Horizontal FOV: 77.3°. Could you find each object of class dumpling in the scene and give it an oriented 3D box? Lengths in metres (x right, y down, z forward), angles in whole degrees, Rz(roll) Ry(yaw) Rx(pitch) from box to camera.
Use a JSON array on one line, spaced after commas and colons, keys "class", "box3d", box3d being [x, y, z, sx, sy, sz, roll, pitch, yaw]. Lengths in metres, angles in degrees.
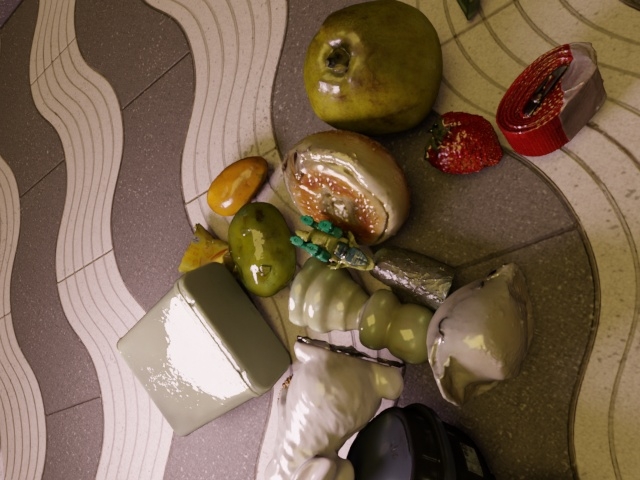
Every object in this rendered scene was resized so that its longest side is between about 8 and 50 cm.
[{"class": "dumpling", "box3d": [0.323, 0.190, 0.751, 0.243, 0.227, 0.175, -37, 25, 15]}]

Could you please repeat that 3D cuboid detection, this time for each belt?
[{"class": "belt", "box3d": [0.440, -0.258, 0.764, 0.201, 0.124, 0.128, -51, 45, 11]}]

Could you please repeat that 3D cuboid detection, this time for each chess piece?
[{"class": "chess piece", "box3d": [0.106, 0.164, 0.897, 0.330, 0.182, 0.182, 19, 95, 24]}]

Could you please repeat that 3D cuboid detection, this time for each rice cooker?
[{"class": "rice cooker", "box3d": [0.189, 0.463, 0.756, 0.224, 0.267, 0.267, 31, 105, -13]}]

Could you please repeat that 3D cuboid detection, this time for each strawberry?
[{"class": "strawberry", "box3d": [0.300, -0.205, 0.850, 0.148, 0.131, 0.131, 4, 87, -13]}]

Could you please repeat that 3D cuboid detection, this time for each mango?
[{"class": "mango", "box3d": [-0.236, -0.156, 1.150, 0.227, 0.109, 0.147, -32, 47, 24]}]

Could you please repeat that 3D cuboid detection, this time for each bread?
[{"class": "bread", "box3d": [0.061, -0.125, 0.900, 0.305, 0.305, 0.159, 19, 60, 30]}]

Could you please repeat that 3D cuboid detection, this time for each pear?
[{"class": "pear", "box3d": [0.098, -0.357, 0.842, 0.287, 0.375, 0.287, 9, 110, 27]}]

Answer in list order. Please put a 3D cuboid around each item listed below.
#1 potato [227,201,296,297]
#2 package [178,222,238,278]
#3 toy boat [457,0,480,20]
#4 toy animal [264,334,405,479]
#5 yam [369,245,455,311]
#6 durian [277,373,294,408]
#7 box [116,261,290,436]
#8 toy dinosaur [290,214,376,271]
[{"class": "potato", "box3d": [-0.154, 0.024, 1.067, 0.186, 0.148, 0.253, 1, 93, 43]}, {"class": "package", "box3d": [-0.320, 0.053, 1.185, 0.226, 0.090, 0.168, 19, 86, 24]}, {"class": "toy boat", "box3d": [0.290, -0.633, 0.901, 0.055, 0.093, 0.293, -25, 73, 7]}, {"class": "toy animal", "box3d": [0.004, 0.380, 0.793, 0.258, 0.194, 0.357, 3, 72, 43]}, {"class": "yam", "box3d": [0.206, 0.075, 0.878, 0.183, 0.107, 0.107, 25, 98, 31]}, {"class": "durian", "box3d": [-0.032, 0.398, 0.969, 0.168, 0.137, 0.158, -12, 76, 38]}, {"class": "box", "box3d": [-0.325, 0.298, 1.078, 0.344, 0.177, 0.352, -38, 88, 23]}, {"class": "toy dinosaur", "box3d": [0.000, 0.000, 0.901, 0.259, 0.153, 0.094, 24, 83, 44]}]
